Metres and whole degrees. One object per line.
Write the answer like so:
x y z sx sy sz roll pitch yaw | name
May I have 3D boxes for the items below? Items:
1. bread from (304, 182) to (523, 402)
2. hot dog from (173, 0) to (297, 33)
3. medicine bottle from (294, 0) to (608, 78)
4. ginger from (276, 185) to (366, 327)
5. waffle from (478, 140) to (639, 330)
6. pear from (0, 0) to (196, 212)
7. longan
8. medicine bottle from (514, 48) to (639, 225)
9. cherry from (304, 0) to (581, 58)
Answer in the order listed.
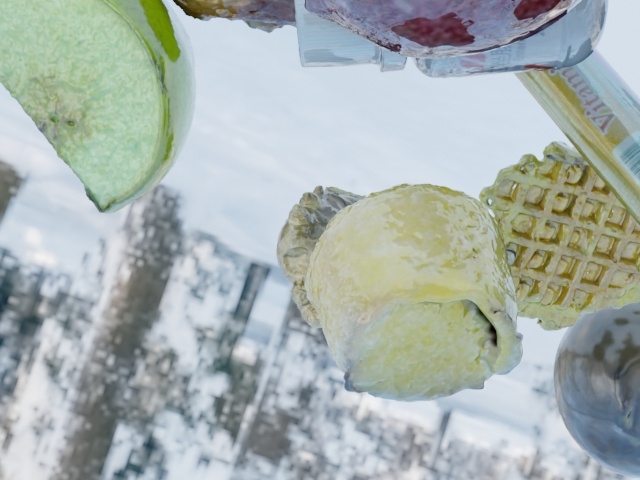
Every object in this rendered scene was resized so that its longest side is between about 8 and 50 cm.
0.083 0.048 1.266 0.197 0.170 0.197 -7 136 -6 | bread
-0.098 -0.414 1.943 0.267 0.388 0.174 11 135 -24 | hot dog
0.122 -0.286 1.460 0.306 0.245 0.245 -5 172 1 | medicine bottle
-0.008 -0.004 1.615 0.115 0.205 0.081 38 128 -23 | ginger
0.323 -0.011 1.805 0.280 0.262 0.060 63 177 -31 | waffle
-0.279 -0.246 1.913 0.342 0.238 0.318 52 -163 -7 | pear
0.517 0.224 2.275 0.319 0.319 0.319 18 173 2 | longan
0.285 -0.181 1.648 0.426 0.108 0.108 57 -167 28 | medicine bottle
0.118 -0.261 1.165 0.230 0.300 0.203 35 -154 -58 | cherry
